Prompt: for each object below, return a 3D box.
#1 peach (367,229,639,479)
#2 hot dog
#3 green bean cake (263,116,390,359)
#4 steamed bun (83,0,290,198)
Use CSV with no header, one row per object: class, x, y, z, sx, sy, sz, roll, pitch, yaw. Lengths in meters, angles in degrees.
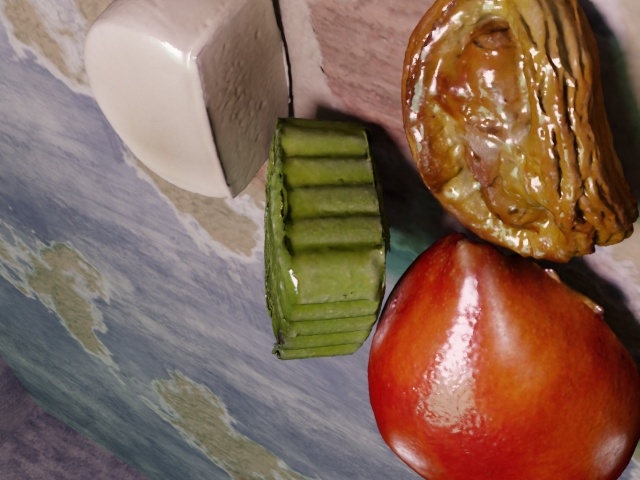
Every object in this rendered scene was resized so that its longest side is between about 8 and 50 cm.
peach,0.168,0.152,1.035,0.258,0.201,0.361,21,159,37
hot dog,0.156,-0.084,0.835,0.175,0.114,0.259,13,143,43
green bean cake,0.000,0.000,1.057,0.113,0.214,0.200,-2,152,-7
steamed bun,-0.135,-0.170,1.042,0.164,0.146,0.241,25,151,23
